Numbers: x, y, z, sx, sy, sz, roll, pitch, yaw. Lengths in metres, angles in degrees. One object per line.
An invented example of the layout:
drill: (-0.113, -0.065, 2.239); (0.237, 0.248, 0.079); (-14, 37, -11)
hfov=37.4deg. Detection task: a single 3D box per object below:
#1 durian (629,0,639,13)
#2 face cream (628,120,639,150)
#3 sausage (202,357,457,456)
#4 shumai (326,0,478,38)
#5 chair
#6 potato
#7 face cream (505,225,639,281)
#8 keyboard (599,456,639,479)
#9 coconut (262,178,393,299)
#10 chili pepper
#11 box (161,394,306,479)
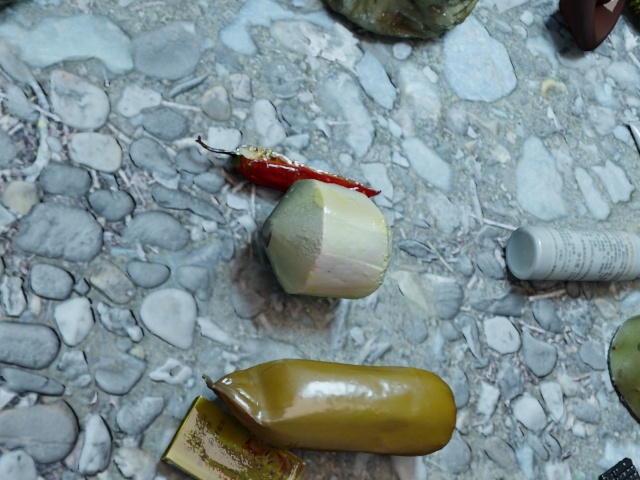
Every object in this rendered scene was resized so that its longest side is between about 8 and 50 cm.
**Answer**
durian: (0.599, -0.437, 1.689); (0.208, 0.102, 0.146); (38, 53, 18)
face cream: (0.551, -0.152, 1.592); (0.038, 0.020, 0.115); (-7, 72, -28)
sausage: (0.009, 0.198, 1.133); (0.328, 0.112, 0.112); (9, 67, -24)
shumai: (0.166, -0.458, 1.373); (0.314, 0.262, 0.267); (-8, 76, -31)
chair: (0.422, -0.536, 1.554); (0.227, 0.226, 0.401); (-30, 87, -32)
potato: (0.543, 0.191, 1.405); (0.202, 0.117, 0.182); (50, 55, -1)
face cream: (0.407, 0.023, 1.417); (0.269, 0.082, 0.081); (3, 70, -27)
keyboard: (0.469, 0.422, 1.331); (0.072, 0.023, 0.231); (-20, 81, -34)
coconut: (0.000, 0.000, 1.181); (0.153, 0.147, 0.147); (11, 66, -24)
chili pepper: (-0.040, -0.087, 1.253); (0.268, 0.059, 0.050); (16, 103, -24)
box: (-0.099, 0.258, 1.103); (0.156, 0.022, 0.089); (34, 61, -12)
